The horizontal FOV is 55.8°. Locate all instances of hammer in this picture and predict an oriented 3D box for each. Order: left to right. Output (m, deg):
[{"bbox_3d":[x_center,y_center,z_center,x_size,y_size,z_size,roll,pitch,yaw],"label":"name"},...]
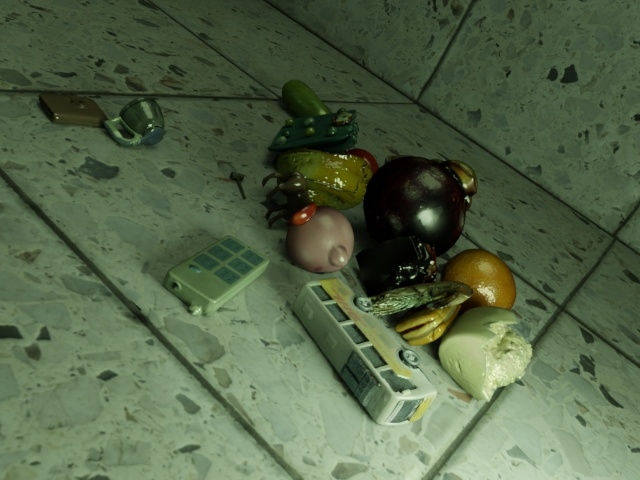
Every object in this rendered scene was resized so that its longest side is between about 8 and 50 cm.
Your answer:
[{"bbox_3d":[-0.218,-0.147,1.648,0.035,0.019,0.110,11,37,-31],"label":"hammer"}]

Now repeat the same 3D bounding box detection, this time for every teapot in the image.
[{"bbox_3d":[-0.467,-0.303,1.573,0.108,0.111,0.149,54,28,17],"label":"teapot"}]

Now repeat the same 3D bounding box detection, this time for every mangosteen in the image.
[{"bbox_3d":[0.288,-0.108,1.720,0.346,0.307,0.307,-31,58,-22],"label":"mangosteen"}]

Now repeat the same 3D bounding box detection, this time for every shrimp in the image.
[{"bbox_3d":[0.208,0.139,1.367,0.295,0.058,0.169,-13,7,-17],"label":"shrimp"}]

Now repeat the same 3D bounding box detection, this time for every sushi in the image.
[{"bbox_3d":[0.216,0.069,1.519,0.150,0.172,0.153,20,40,-38],"label":"sushi"}]

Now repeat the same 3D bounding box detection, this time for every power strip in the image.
[{"bbox_3d":[-0.210,0.066,1.251,0.118,0.046,0.270,34,28,9],"label":"power strip"}]

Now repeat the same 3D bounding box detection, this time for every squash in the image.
[{"bbox_3d":[-0.036,-0.493,2.318,0.118,0.118,0.371,0,43,-44],"label":"squash"}]

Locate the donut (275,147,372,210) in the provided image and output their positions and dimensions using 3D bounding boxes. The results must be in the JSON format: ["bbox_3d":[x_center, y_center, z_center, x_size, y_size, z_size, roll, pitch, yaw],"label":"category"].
[{"bbox_3d":[0.002,-0.156,1.661,0.271,0.272,0.107,16,70,-24],"label":"donut"}]

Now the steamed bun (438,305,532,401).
[{"bbox_3d":[0.385,0.250,1.376,0.200,0.170,0.225,42,29,12],"label":"steamed bun"}]

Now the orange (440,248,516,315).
[{"bbox_3d":[0.421,0.122,1.614,0.206,0.206,0.206,23,27,-13],"label":"orange"}]

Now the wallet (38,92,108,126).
[{"bbox_3d":[-0.630,-0.336,1.546,0.152,0.039,0.118,-8,47,-49],"label":"wallet"}]

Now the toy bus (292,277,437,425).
[{"bbox_3d":[0.082,0.213,1.222,0.138,0.097,0.342,-1,39,-41],"label":"toy bus"}]

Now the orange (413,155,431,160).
[{"bbox_3d":[0.338,-0.161,1.974,0.249,0.183,0.249,35,40,-36],"label":"orange"}]

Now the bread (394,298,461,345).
[{"bbox_3d":[0.261,0.183,1.443,0.077,0.116,0.200,58,31,2],"label":"bread"}]

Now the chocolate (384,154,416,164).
[{"bbox_3d":[0.331,-0.228,2.249,0.156,0.080,0.254,-1,35,-21],"label":"chocolate"}]

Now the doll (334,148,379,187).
[{"bbox_3d":[0.128,-0.235,2.012,0.290,0.130,0.161,18,25,-39],"label":"doll"}]

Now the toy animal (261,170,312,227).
[{"bbox_3d":[-0.047,-0.077,1.556,0.185,0.214,0.094,-10,28,-8],"label":"toy animal"}]

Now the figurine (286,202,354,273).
[{"bbox_3d":[0.000,0.000,1.445,0.173,0.173,0.173,23,27,-13],"label":"figurine"}]

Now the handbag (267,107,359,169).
[{"bbox_3d":[-0.019,-0.337,1.912,0.274,0.100,0.269,-12,24,16],"label":"handbag"}]
